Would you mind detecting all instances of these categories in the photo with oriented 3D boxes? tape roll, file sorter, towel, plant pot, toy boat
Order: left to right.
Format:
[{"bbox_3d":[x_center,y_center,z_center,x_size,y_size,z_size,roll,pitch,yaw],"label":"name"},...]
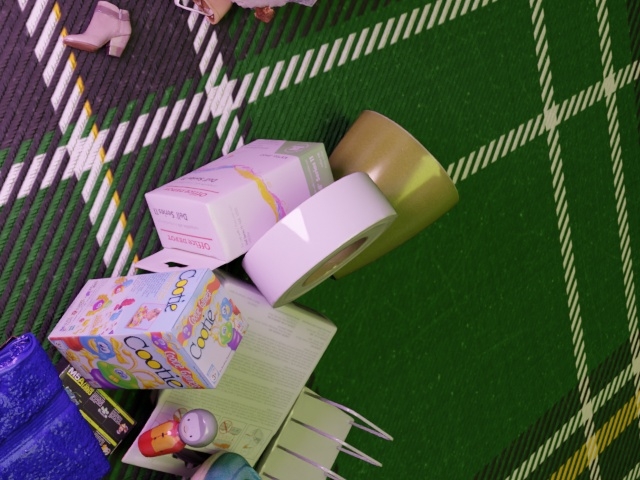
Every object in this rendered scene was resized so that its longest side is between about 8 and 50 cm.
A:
[{"bbox_3d":[-0.483,0.332,1.475,0.227,0.076,0.308,-38,124,-28],"label":"towel"},{"bbox_3d":[-0.190,0.442,1.635,0.318,0.148,0.267,61,20,-20],"label":"toy boat"},{"bbox_3d":[0.000,0.000,1.649,0.286,0.286,0.100,-31,79,-35],"label":"tape roll"},{"bbox_3d":[0.004,0.488,1.952,0.193,0.173,0.278,41,70,-40],"label":"file sorter"},{"bbox_3d":[0.085,-0.067,1.887,0.293,0.275,0.275,-47,127,-8],"label":"plant pot"}]

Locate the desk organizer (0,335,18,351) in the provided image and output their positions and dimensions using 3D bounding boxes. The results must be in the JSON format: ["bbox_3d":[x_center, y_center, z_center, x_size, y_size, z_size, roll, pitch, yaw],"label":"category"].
[{"bbox_3d":[-0.527,0.220,1.498,0.130,0.047,0.050,-47,124,-26],"label":"desk organizer"}]

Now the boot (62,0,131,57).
[{"bbox_3d":[-0.373,-0.359,1.540,0.118,0.042,0.087,9,86,-44],"label":"boot"}]

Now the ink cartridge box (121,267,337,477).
[{"bbox_3d":[-0.181,0.268,1.752,0.308,0.091,0.385,27,96,-43],"label":"ink cartridge box"}]

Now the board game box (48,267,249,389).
[{"bbox_3d":[-0.286,0.152,1.530,0.142,0.275,0.144,59,41,-32],"label":"board game box"}]

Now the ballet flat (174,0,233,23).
[{"bbox_3d":[-0.248,-0.455,1.610,0.232,0.080,0.073,27,93,-41],"label":"ballet flat"}]

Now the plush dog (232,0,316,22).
[{"bbox_3d":[-0.115,-0.531,1.623,0.262,0.210,0.225,-12,77,-5],"label":"plush dog"}]

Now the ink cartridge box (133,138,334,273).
[{"bbox_3d":[-0.168,-0.066,1.664,0.353,0.207,0.119,-32,117,-35],"label":"ink cartridge box"}]

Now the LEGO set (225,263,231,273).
[{"bbox_3d":[-0.207,0.075,1.787,0.083,0.023,0.054,-11,108,-55],"label":"LEGO set"}]

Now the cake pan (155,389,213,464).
[{"bbox_3d":[-0.189,0.309,1.821,0.293,0.054,0.293,-9,104,-42],"label":"cake pan"}]

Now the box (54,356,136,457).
[{"bbox_3d":[-0.443,0.331,1.599,0.184,0.045,0.191,-53,128,-25],"label":"box"}]
